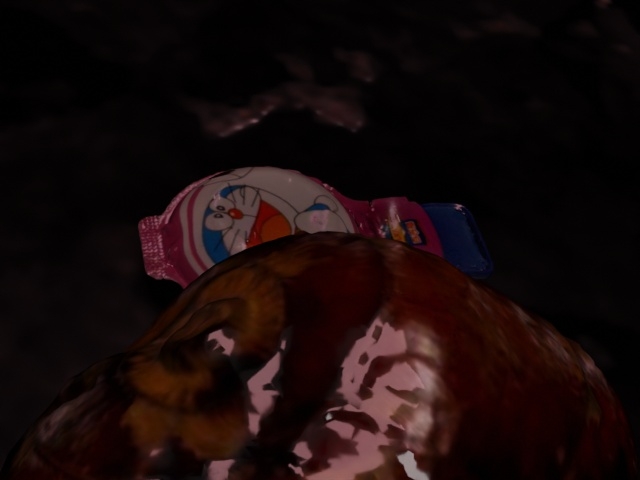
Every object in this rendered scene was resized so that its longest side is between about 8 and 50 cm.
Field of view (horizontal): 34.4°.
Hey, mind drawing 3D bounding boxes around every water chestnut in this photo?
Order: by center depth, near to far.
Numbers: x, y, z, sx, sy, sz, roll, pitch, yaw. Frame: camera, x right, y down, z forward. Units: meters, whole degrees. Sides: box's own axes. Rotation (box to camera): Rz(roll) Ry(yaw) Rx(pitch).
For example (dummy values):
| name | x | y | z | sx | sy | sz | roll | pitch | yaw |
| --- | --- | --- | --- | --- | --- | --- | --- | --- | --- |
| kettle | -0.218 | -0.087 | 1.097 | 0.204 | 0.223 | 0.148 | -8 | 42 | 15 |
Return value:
| name | x | y | z | sx | sy | sz | roll | pitch | yaw |
| --- | --- | --- | --- | --- | --- | --- | --- | --- | --- |
| water chestnut | -0.001 | 0.137 | 0.452 | 0.244 | 0.289 | 0.289 | 42 | 51 | 14 |

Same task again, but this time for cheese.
| name | x | y | z | sx | sy | sz | roll | pitch | yaw |
| --- | --- | --- | --- | --- | --- | --- | --- | --- | --- |
| cheese | 0.000 | 0.000 | 0.706 | 0.244 | 0.062 | 0.155 | -1 | 47 | -16 |
